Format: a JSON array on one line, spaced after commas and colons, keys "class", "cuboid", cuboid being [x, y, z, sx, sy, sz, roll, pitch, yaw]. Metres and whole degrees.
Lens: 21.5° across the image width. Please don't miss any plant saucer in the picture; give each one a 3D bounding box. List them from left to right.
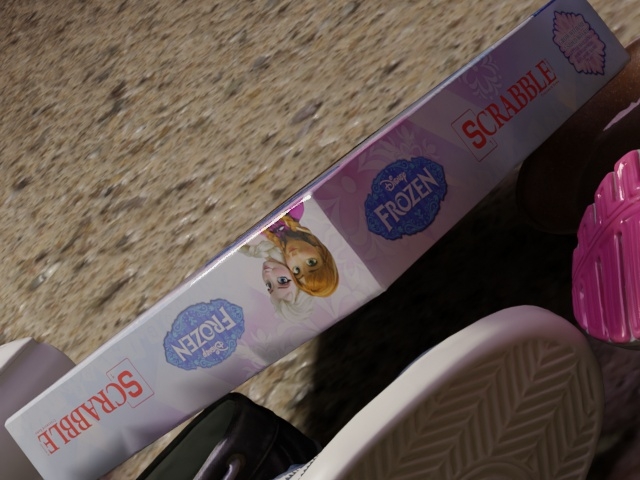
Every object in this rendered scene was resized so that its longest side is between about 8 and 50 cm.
[{"class": "plant saucer", "cuboid": [0.208, -0.067, 1.023, 0.198, 0.036, 0.198, -35, 24, 19]}]

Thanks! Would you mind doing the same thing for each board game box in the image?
[{"class": "board game box", "cuboid": [0.000, 0.000, 1.033, 0.318, 0.066, 0.318, -36, 3, 42]}]

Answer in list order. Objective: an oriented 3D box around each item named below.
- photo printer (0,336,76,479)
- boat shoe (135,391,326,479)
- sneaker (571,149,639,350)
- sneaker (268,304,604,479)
[{"class": "photo printer", "cuboid": [-0.333, 0.221, 1.274, 0.256, 0.107, 0.307, -28, 15, 34]}, {"class": "boat shoe", "cuboid": [-0.135, 0.218, 0.990, 0.335, 0.119, 0.121, -45, 22, -3]}, {"class": "sneaker", "cuboid": [0.225, 0.000, 0.792, 0.252, 0.111, 0.103, -23, 55, 49]}, {"class": "sneaker", "cuboid": [-0.009, 0.158, 0.864, 0.350, 0.131, 0.148, -46, 27, -4]}]
